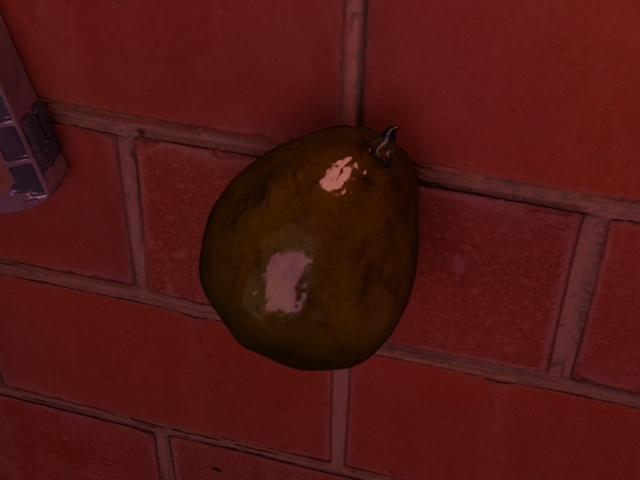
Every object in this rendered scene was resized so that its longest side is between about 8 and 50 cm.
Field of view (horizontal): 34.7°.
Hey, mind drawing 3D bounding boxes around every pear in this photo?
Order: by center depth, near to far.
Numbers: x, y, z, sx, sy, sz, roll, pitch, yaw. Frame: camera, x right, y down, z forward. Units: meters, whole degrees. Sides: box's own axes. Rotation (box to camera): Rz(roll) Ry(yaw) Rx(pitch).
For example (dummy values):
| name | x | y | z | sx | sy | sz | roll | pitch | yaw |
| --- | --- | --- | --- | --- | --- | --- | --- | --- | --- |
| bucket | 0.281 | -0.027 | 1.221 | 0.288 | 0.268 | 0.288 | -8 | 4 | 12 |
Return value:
| name | x | y | z | sx | sy | sz | roll | pitch | yaw |
| --- | --- | --- | --- | --- | --- | --- | --- | --- | --- |
| pear | 0.000 | 0.000 | 1.317 | 0.287 | 0.287 | 0.375 | 30 | 117 | -5 |

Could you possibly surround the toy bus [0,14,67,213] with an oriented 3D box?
| name | x | y | z | sx | sy | sz | roll | pitch | yaw |
| --- | --- | --- | --- | --- | --- | --- | --- | --- | --- |
| toy bus | -0.470 | -0.200 | 1.432 | 0.138 | 0.097 | 0.343 | -6 | 125 | 16 |
